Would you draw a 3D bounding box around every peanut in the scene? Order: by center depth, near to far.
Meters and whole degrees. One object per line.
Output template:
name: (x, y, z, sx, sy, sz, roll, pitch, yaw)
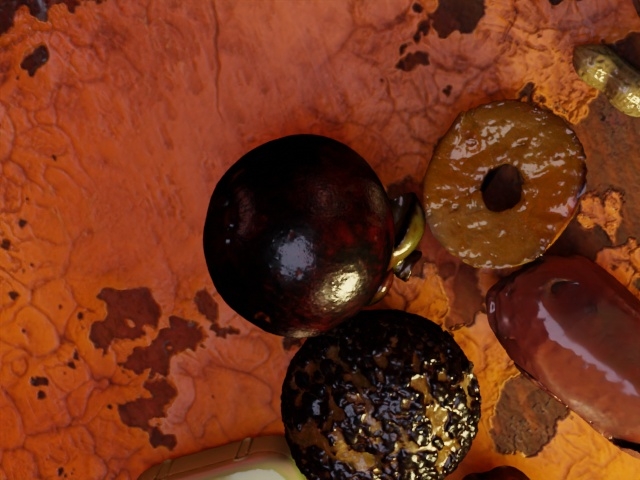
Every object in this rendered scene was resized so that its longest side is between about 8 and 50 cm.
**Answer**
peanut: (0.322, -0.177, 1.547, 0.113, 0.054, 0.054, 35, 108, -7)

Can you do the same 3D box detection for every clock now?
clock: (-0.095, 0.406, 1.752, 0.235, 0.096, 0.308, -16, 104, 10)

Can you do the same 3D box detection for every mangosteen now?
mangosteen: (0.000, 0.000, 1.568, 0.265, 0.228, 0.228, 11, 111, -30)

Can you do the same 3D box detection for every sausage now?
sausage: (0.312, 0.127, 1.588, 0.280, 0.152, 0.152, 40, 107, -4)

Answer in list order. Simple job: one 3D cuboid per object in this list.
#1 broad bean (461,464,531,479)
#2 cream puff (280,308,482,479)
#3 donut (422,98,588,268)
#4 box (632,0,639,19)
broad bean: (0.233, 0.373, 1.669, 0.122, 0.156, 0.228, -22, 97, 18)
cream puff: (0.068, 0.199, 1.625, 0.239, 0.165, 0.239, 2, 115, 4)
donut: (0.204, -0.057, 1.563, 0.174, 0.074, 0.190, 15, 87, 11)
box: (0.442, -0.193, 1.436, 0.190, 0.225, 0.297, -22, 102, 12)
